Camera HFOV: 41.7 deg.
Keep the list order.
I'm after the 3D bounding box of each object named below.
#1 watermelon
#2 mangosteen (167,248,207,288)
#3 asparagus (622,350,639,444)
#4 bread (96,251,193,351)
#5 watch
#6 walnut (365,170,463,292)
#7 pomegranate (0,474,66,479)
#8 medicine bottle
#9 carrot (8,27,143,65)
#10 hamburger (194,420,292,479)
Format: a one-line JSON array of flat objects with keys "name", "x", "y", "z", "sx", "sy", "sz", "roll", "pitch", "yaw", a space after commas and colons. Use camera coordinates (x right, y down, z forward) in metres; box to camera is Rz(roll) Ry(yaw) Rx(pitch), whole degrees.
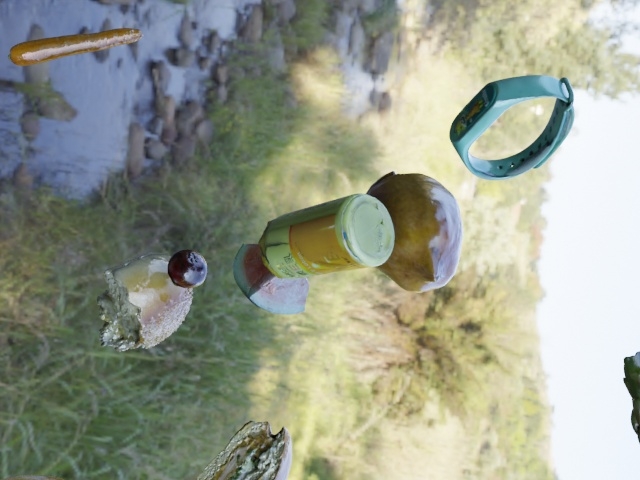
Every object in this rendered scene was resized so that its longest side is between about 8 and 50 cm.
[{"name": "watermelon", "x": -0.112, "y": 0.078, "z": 2.071, "sx": 0.136, "sy": 0.202, "sz": 0.207, "roll": 82, "pitch": -19, "yaw": -57}, {"name": "mangosteen", "x": -0.262, "y": 0.059, "z": 1.652, "sx": 0.081, "sy": 0.081, "sz": 0.081, "roll": 8, "pitch": 90, "yaw": -81}, {"name": "asparagus", "x": 0.746, "y": 0.391, "z": 1.928, "sx": 0.080, "sy": 0.080, "sz": 0.287, "roll": -9, "pitch": 84, "yaw": -80}, {"name": "bread", "x": -0.366, "y": 0.131, "z": 1.800, "sx": 0.192, "sy": 0.171, "sz": 0.314, "roll": -29, "pitch": 170, "yaw": -34}, {"name": "watch", "x": 0.343, "y": -0.200, "z": 1.489, "sx": 0.237, "sy": 0.195, "sz": 0.068, "roll": -51, "pitch": -146, "yaw": 42}, {"name": "walnut", "x": 0.175, "y": -0.010, "z": 1.577, "sx": 0.336, "sy": 0.209, "sz": 0.209, "roll": -110, "pitch": -159, "yaw": -64}, {"name": "pomegranate", "x": -0.463, "y": 0.499, "z": 1.328, "sx": 0.260, "sy": 0.260, "sz": 0.260, "roll": 8, "pitch": 90, "yaw": -81}, {"name": "medicine bottle", "x": 0.000, "y": 0.000, "z": 1.387, "sx": 0.124, "sy": 0.239, "sz": 0.124, "roll": 11, "pitch": 74, "yaw": -39}, {"name": "carrot", "x": -0.452, "y": -0.363, "z": 1.558, "sx": 0.043, "sy": 0.248, "sz": 0.043, "roll": 166, "pitch": -90, "yaw": -76}, {"name": "hamburger", "x": -0.156, "y": 0.527, "z": 1.807, "sx": 0.283, "sy": 0.144, "sz": 0.156, "roll": -47, "pitch": 143, "yaw": -19}]
